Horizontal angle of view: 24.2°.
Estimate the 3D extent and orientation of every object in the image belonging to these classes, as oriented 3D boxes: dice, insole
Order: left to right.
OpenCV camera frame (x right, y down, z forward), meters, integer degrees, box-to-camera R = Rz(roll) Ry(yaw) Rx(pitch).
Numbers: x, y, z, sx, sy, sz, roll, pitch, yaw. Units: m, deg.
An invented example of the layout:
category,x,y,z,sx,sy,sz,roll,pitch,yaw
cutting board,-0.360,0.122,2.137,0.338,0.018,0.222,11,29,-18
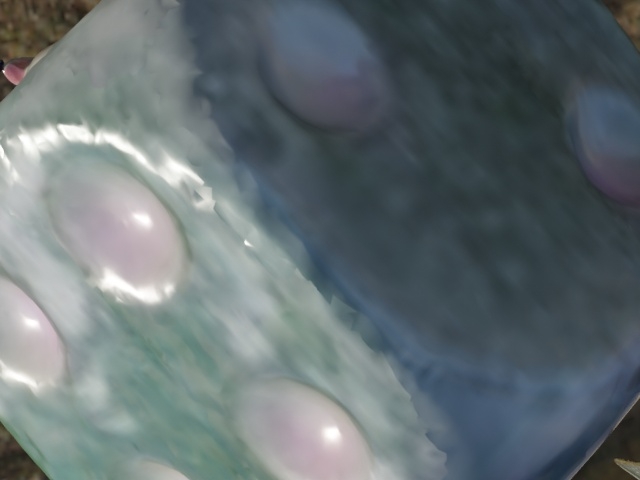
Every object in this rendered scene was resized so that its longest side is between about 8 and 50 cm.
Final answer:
category,x,y,z,sx,sy,sz,roll,pitch,yaw
dice,0.000,0.000,0.892,0.330,0.348,0.328,-43,-176,-42
insole,0.226,0.156,0.947,0.004,0.064,0.188,-56,-178,-7

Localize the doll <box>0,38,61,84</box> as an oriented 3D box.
category,x,y,z,sx,sy,sz,roll,pitch,yaw
doll,-0.171,-0.126,1.248,0.180,0.110,0.107,3,-149,46
